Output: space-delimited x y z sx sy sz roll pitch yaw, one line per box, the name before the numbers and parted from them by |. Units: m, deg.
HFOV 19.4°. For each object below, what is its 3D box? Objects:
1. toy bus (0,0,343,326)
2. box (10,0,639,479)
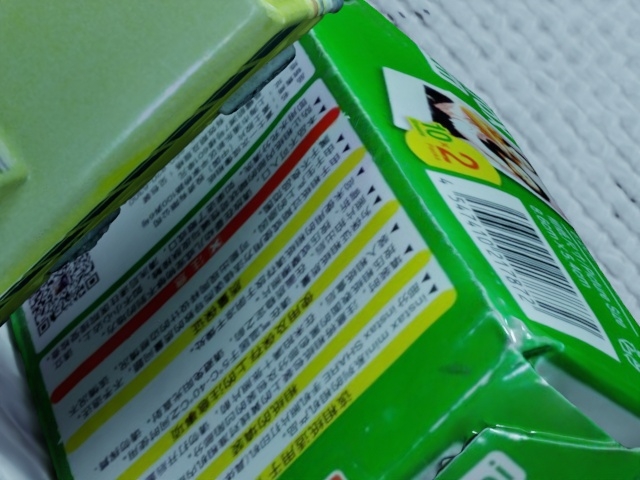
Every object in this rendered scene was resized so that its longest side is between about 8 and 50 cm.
toy bus | -0.087 -0.042 0.575 0.088 0.175 0.101 47 16 -1
box | 0.001 0.040 0.615 0.103 0.180 0.250 37 15 -34
